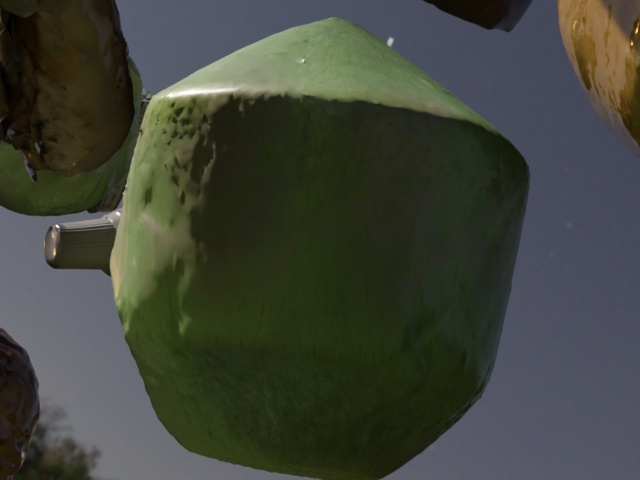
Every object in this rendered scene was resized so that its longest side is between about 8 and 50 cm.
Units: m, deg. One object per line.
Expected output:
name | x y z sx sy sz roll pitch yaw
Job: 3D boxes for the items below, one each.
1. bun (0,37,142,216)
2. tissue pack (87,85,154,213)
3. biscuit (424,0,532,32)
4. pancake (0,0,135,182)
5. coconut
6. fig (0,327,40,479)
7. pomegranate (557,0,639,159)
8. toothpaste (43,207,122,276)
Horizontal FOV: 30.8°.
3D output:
bun | -0.234 -0.119 1.015 0.118 0.195 0.195 -13 -38 41
tissue pack | -0.257 -0.124 1.343 0.112 0.156 0.051 42 26 28
biscuit | 0.095 -0.407 1.447 0.407 0.407 0.091 27 -65 -13
pancake | -0.164 -0.208 0.564 0.071 0.382 0.382 -15 -14 -16
coconut | 0.000 0.000 0.810 0.281 0.328 0.328 4 -27 30
fig | -0.447 0.144 1.064 0.286 0.286 0.369 6 -25 36
pomegranate | 0.376 -0.173 0.918 0.410 0.410 0.410 19 -21 7
toothpaste | -0.139 -0.001 1.154 0.282 0.068 0.099 -5 24 -39
